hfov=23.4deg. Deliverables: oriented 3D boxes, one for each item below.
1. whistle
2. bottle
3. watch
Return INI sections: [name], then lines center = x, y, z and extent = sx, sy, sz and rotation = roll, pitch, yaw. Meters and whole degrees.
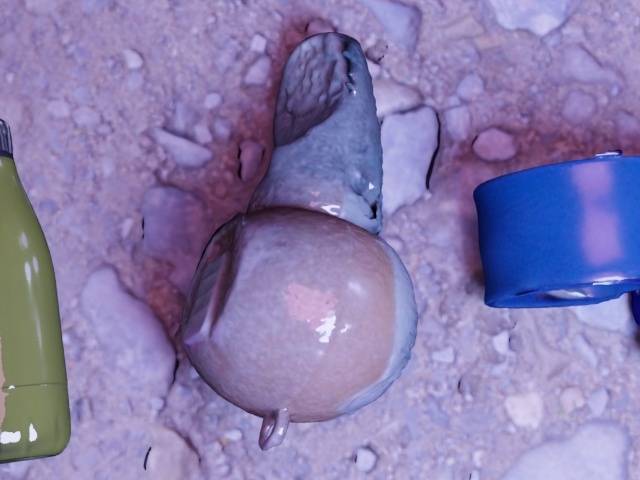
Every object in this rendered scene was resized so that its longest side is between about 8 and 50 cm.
[whistle]
center = 0.000, 0.000, 1.190
extent = 0.189, 0.189, 0.347
rotation = 12, 65, -7
[bottle]
center = -0.255, 0.037, 1.162
extent = 0.112, 0.112, 0.260
rotation = -7, 81, -10
[watch]
center = 0.225, 0.002, 1.204
extent = 0.200, 0.196, 0.171
rotation = -1, 71, -16
